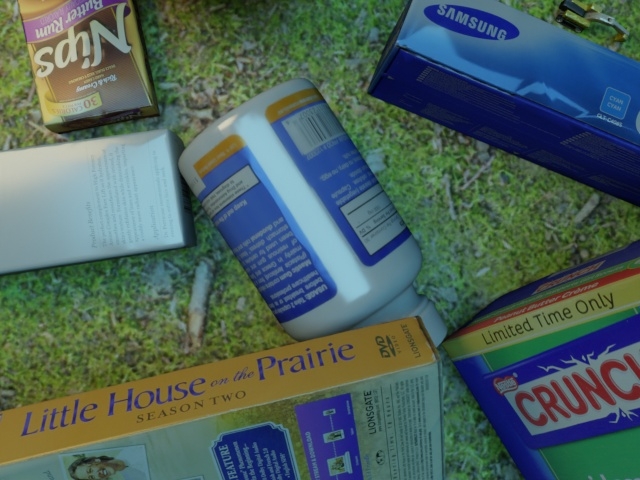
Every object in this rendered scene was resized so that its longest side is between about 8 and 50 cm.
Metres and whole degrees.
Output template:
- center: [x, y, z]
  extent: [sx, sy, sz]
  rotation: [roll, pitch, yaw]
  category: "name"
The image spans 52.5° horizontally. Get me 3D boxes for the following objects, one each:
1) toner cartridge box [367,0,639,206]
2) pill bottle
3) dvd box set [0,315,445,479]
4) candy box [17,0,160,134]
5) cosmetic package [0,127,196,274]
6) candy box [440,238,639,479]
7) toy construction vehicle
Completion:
- center: [0.228, -0.128, 0.629]
  extent: [0.348, 0.165, 0.075]
  rotation: [22, 86, -4]
  category: "toner cartridge box"
- center: [0.000, 0.000, 0.614]
  extent: [0.152, 0.152, 0.272]
  rotation: [-33, 92, -4]
  category: "pill bottle"
- center: [-0.098, 0.239, 0.569]
  extent: [0.420, 0.062, 0.307]
  rotation: [-13, 125, -4]
  category: "dvd box set"
- center: [-0.235, -0.210, 0.652]
  extent: [0.109, 0.053, 0.186]
  rotation: [-12, 91, -5]
  category: "candy box"
- center: [-0.246, -0.032, 0.632]
  extent: [0.231, 0.085, 0.117]
  rotation: [-7, 89, -3]
  category: "cosmetic package"
- center: [0.300, 0.168, 0.561]
  extent: [0.122, 0.268, 0.317]
  rotation: [-27, 84, -36]
  category: "candy box"
- center: [0.274, -0.214, 0.698]
  extent: [0.098, 0.035, 0.086]
  rotation: [28, 87, -3]
  category: "toy construction vehicle"
